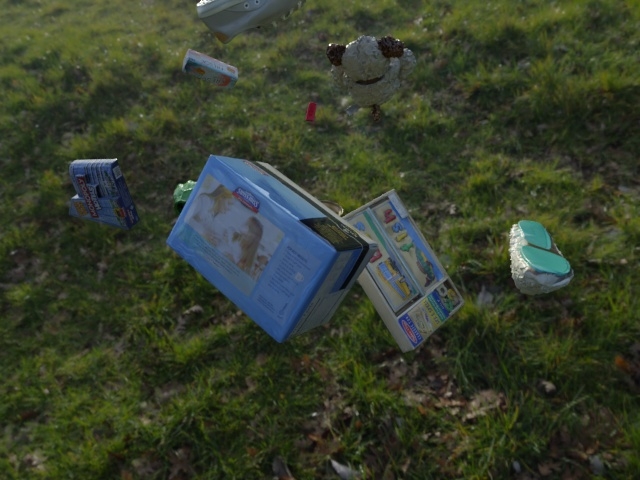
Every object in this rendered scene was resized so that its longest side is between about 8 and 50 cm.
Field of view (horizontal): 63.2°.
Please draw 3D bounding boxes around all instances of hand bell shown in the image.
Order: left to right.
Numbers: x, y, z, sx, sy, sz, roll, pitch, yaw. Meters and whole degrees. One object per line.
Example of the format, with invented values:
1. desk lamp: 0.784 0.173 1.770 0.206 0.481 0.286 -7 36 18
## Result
1. hand bell: 0.000 0.000 1.733 0.126 0.242 0.126 5 31 -3

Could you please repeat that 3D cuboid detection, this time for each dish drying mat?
1. dish drying mat: -0.034 -0.485 1.963 0.032 0.008 0.083 10 67 1

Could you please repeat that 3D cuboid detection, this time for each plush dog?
1. plush dog: 0.136 -0.491 1.504 0.262 0.225 0.211 -3 66 18

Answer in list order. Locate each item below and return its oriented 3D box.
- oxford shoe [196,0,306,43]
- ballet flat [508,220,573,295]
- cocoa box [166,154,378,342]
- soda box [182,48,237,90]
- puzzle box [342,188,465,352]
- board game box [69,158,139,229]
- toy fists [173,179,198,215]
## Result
1. oxford shoe: -0.128 -0.678 1.462 0.449 0.130 0.169 -30 32 -15
2. ballet flat: 0.558 0.066 1.351 0.147 0.147 0.409 -11 14 21
3. cocoa box: -0.102 0.007 1.110 0.347 0.231 0.228 37 18 19
4. soda box: -0.379 -0.588 1.796 0.058 0.183 0.063 -45 41 44
5. puzzle box: 0.221 0.075 1.486 0.272 0.409 0.052 -31 -3 -37
6. board game box: -0.636 -0.128 1.469 0.194 0.194 0.060 1 32 18
7. toy fists: -0.359 -0.122 1.770 0.279 0.096 0.142 13 43 -10
